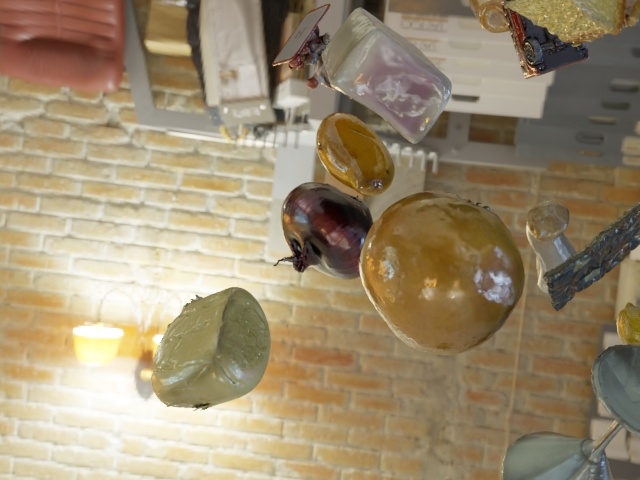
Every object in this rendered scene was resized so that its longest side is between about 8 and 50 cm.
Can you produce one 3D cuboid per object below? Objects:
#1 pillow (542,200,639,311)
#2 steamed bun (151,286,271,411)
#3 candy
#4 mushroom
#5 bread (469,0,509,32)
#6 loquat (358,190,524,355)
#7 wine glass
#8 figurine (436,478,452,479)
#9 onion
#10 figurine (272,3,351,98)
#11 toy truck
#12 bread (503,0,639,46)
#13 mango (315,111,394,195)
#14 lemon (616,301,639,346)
[{"bbox_3d":[0.544,0.031,1.482,0.034,0.255,0.189,51,-176,32],"label":"pillow"},{"bbox_3d":[-0.219,0.233,1.576,0.232,0.273,0.166,-29,120,26],"label":"steamed bun"},{"bbox_3d":[0.128,-0.345,1.543,0.208,0.145,0.358,33,-163,-15],"label":"candy"},{"bbox_3d":[0.572,0.012,1.909,0.159,0.122,0.328,50,176,37],"label":"mushroom"},{"bbox_3d":[0.408,-0.558,1.838,0.092,0.074,0.239,45,-158,-19],"label":"bread"},{"bbox_3d":[0.182,0.048,1.193,0.263,0.263,0.263,7,180,0],"label":"loquat"},{"bbox_3d":[0.553,0.402,1.497,0.267,0.267,0.406,7,137,-9],"label":"wine glass"},{"bbox_3d":[0.246,0.478,1.323,0.109,0.178,0.129,-31,-136,-27],"label":"figurine"},{"bbox_3d":[0.000,0.000,1.836,0.273,0.285,0.273,39,161,16],"label":"onion"},{"bbox_3d":[0.027,-0.469,2.008,0.226,0.183,0.160,37,170,-24],"label":"figurine"},{"bbox_3d":[0.375,-0.418,1.336,0.107,0.252,0.114,-19,-176,-4],"label":"toy truck"},{"bbox_3d":[0.336,-0.316,1.023,0.147,0.127,0.152,20,153,-12],"label":"bread"},{"bbox_3d":[0.075,-0.180,1.670,0.157,0.109,0.262,6,-136,-29],"label":"mango"},{"bbox_3d":[0.714,0.195,1.726,0.082,0.110,0.082,-6,177,0],"label":"lemon"}]
